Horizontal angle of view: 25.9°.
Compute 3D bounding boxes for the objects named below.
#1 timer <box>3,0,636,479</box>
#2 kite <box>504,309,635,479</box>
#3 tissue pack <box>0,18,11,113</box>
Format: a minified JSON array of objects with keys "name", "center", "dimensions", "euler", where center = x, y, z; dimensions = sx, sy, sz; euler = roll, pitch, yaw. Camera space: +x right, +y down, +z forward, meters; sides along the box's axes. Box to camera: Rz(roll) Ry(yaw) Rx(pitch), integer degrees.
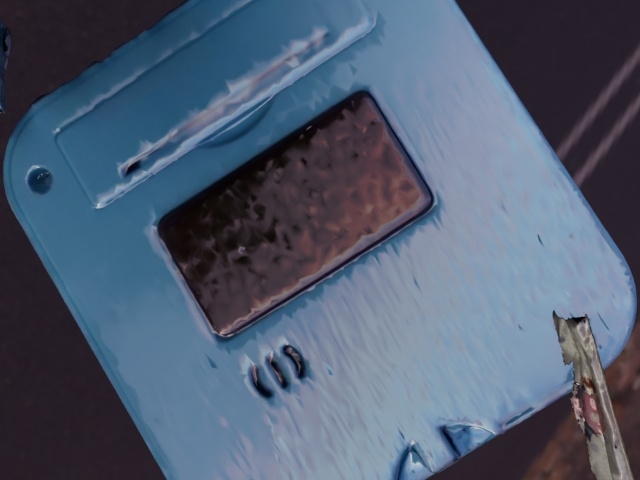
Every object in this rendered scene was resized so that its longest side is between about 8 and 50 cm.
[{"name":"timer","center":[0.000,0.000,0.666],"dimensions":[0.232,0.250,0.091],"euler":[-32,167,8]},{"name":"kite","center":[0.149,0.198,0.583],"dimensions":[0.014,0.406,0.368],"euler":[-20,103,-8]},{"name":"tissue pack","center":[-0.284,-0.167,1.098],"dimensions":[0.138,0.028,0.085],"euler":[38,46,-56]}]
